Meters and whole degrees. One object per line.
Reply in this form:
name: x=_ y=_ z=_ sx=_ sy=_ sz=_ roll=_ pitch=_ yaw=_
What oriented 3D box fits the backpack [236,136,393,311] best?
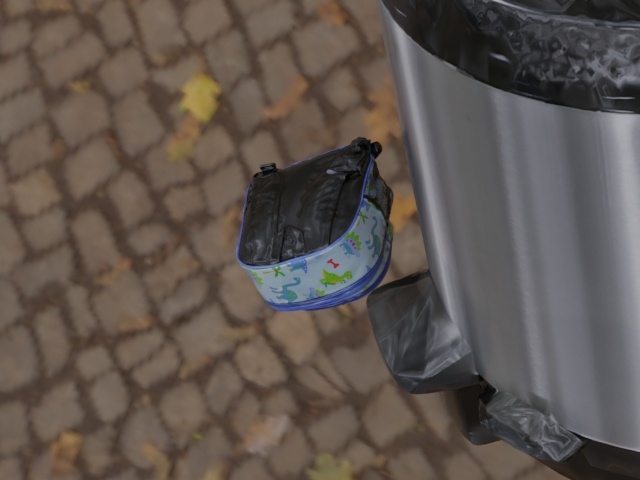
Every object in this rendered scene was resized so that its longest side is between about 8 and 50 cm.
backpack: x=0.000 y=0.000 z=1.389 sx=0.105 sy=0.084 sz=0.114 roll=-15 pitch=34 yaw=22

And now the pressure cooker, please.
pressure cooker: x=0.225 y=-0.050 z=1.136 sx=0.369 sy=0.420 sz=0.375 roll=13 pitch=46 yaw=30
